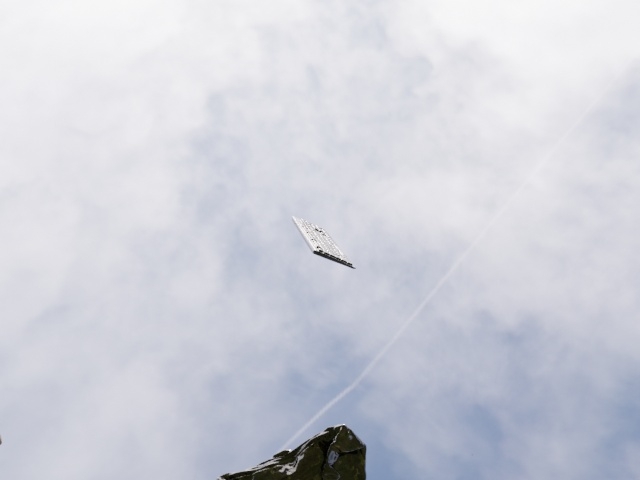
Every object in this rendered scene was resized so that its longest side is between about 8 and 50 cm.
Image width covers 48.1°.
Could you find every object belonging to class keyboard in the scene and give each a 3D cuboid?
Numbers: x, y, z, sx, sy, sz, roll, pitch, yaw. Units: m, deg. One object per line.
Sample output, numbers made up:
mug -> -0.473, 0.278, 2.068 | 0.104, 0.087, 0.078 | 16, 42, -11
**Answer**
keyboard -> 0.000, 0.000, 0.997 | 0.064, 0.198, 0.010 | 22, -81, -16

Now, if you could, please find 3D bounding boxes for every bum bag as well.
bum bag -> -0.040, 0.376, 1.124 | 0.248, 0.069, 0.102 | -25, -81, 8

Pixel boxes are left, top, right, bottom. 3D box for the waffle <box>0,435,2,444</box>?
waffle -> -0.417, 0.091, 0.621 | 0.329, 0.329, 0.062 | 35, -109, 19
